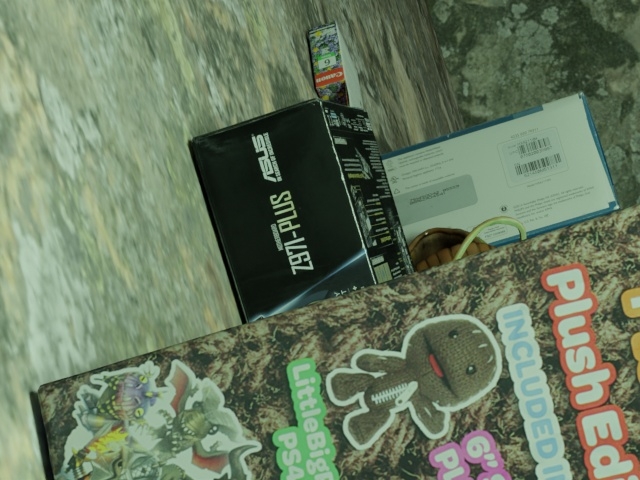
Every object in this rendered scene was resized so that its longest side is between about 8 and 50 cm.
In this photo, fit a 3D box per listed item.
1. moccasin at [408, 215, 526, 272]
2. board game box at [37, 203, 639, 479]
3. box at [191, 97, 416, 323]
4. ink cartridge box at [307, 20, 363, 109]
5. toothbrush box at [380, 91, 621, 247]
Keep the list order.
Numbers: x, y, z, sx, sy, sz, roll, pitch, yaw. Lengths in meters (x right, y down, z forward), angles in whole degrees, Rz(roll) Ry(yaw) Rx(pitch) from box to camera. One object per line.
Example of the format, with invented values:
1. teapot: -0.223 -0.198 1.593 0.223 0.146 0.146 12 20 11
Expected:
1. moccasin: 0.112 0.060 1.335 0.380 0.139 0.147 -64 135 -76
2. board game box: 0.080 0.097 0.634 0.232 0.291 0.141 42 32 -71
3. box: 0.000 0.000 0.984 0.180 0.078 0.147 -18 90 -80
4. ink cartridge box: 0.016 -0.126 1.443 0.063 0.029 0.115 63 14 -46
5. toothbrush box: 0.191 -0.009 1.671 0.295 0.216 0.126 49 26 -65
